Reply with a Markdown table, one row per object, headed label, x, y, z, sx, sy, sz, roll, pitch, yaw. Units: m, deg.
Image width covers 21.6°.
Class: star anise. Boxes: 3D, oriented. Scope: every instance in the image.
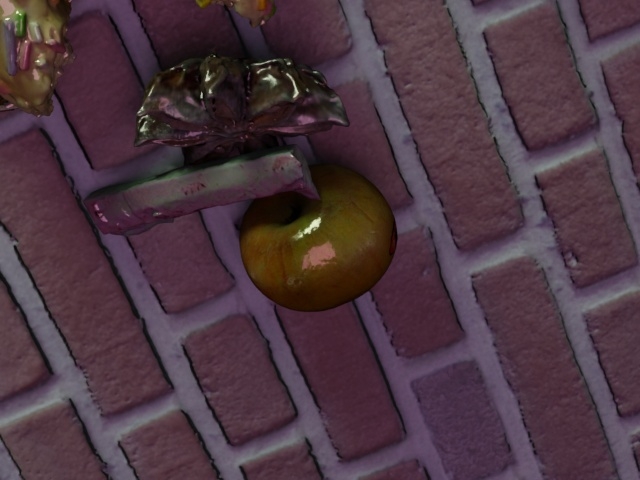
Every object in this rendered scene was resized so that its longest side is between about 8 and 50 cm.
| label | x | y | z | sx | sy | sz | roll | pitch | yaw |
| --- | --- | --- | --- | --- | --- | --- | --- | --- | --- |
| star anise | -0.093 | -0.156 | 1.872 | 0.223 | 0.109 | 0.236 | -19 | 157 | 27 |

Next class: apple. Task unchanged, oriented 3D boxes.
| label | x | y | z | sx | sy | sz | roll | pitch | yaw |
| --- | --- | --- | --- | --- | --- | --- | --- | --- | --- |
| apple | 0.000 | 0.000 | 1.954 | 0.182 | 0.182 | 0.155 | -33 | 138 | 5 |

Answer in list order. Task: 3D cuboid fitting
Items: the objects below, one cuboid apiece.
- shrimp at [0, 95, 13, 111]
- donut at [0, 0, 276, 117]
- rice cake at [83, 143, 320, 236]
| label | x | y | z | sx | sy | sz | roll | pitch | yaw |
| --- | --- | --- | --- | --- | --- | --- | --- | --- | --- |
| shrimp | -0.405 | -0.178 | 1.864 | 0.184 | 0.043 | 0.091 | 15 | 107 | -16 |
| donut | -0.231 | -0.311 | 1.774 | 0.371 | 0.150 | 0.307 | -22 | 112 | -3 |
| rice cake | -0.136 | -0.049 | 1.907 | 0.290 | 0.051 | 0.081 | -11 | 125 | 25 |
